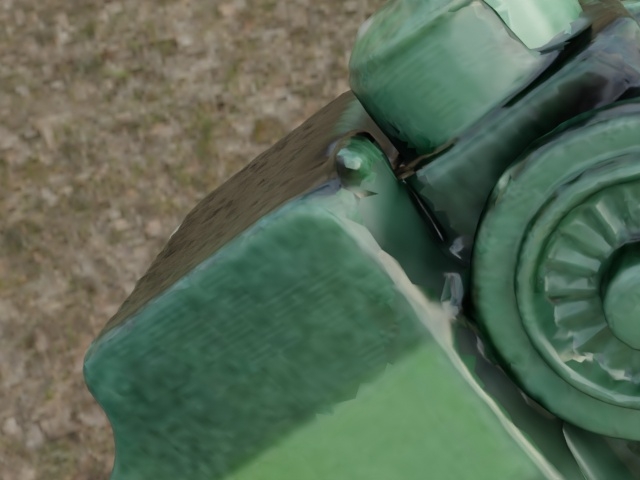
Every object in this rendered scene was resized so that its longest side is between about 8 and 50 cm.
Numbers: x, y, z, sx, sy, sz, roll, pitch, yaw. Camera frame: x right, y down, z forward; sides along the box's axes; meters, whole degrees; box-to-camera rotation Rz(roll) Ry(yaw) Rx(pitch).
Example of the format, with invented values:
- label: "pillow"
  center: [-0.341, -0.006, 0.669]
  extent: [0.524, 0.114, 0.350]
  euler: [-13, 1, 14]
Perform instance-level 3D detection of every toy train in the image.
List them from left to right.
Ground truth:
- label: "toy train"
  center: [0.084, 0.063, 0.452]
  extent: [0.238, 0.299, 0.167]
  euler: [-35, 10, 20]

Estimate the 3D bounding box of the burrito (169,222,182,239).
- label: "burrito"
  center: [0.000, 0.000, 0.886]
  extent: [0.185, 0.041, 0.045]
  euler: [-3, 48, -2]
